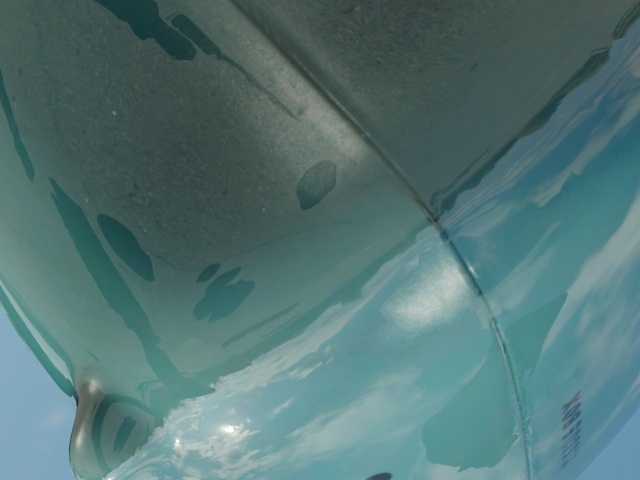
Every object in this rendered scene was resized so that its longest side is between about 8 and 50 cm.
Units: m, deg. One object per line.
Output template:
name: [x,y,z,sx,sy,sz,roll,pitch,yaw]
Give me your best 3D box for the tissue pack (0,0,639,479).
tissue pack: [0.000,0.000,0.536,0.206,0.287,0.198,-37,-112,-10]
